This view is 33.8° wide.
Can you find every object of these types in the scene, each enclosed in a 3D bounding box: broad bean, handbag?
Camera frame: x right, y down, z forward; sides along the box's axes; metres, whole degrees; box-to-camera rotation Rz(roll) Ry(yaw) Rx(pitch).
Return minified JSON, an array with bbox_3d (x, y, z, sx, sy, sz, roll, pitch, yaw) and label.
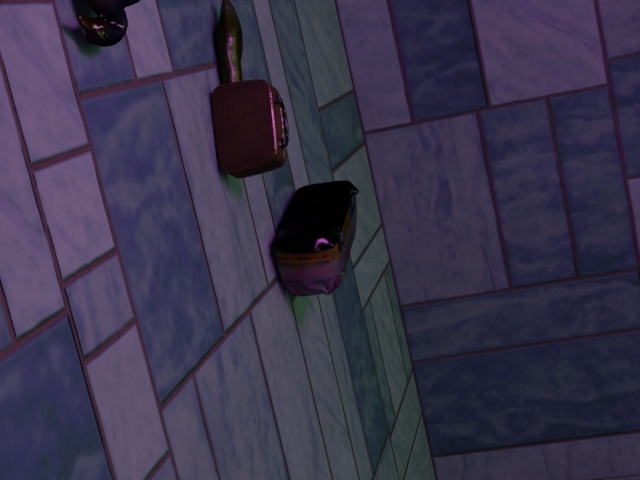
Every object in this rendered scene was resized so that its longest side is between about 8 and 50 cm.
[{"bbox_3d":[-0.191,-0.373,2.290,0.075,0.067,0.325,-3,84,-46],"label":"broad bean"},{"bbox_3d":[-0.143,-0.236,2.184,0.072,0.151,0.193,27,54,-71],"label":"handbag"}]

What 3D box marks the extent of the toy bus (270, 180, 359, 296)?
[{"bbox_3d":[0.000,0.000,2.564,0.386,0.171,0.162,-69,150,-64],"label":"toy bus"}]

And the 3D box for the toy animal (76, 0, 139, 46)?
[{"bbox_3d":[-0.332,-0.452,1.644,0.185,0.122,0.298,51,38,-55],"label":"toy animal"}]
